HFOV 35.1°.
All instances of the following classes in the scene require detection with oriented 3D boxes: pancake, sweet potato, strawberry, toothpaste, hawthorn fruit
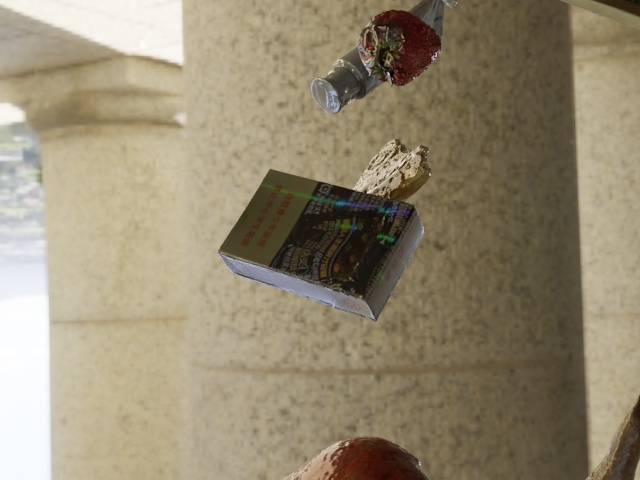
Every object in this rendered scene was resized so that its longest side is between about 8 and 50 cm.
[{"bbox_3d":[0.137,-0.124,1.909,0.057,0.244,0.266,40,129,-15],"label":"pancake"},{"bbox_3d":[0.398,0.334,1.392,0.067,0.273,0.067,18,-164,-5],"label":"sweet potato"},{"bbox_3d":[0.102,-0.245,1.290,0.106,0.106,0.106,-1,177,0],"label":"strawberry"},{"bbox_3d":[0.109,-0.311,1.685,0.073,0.114,0.299,32,-125,30],"label":"toothpaste"},{"bbox_3d":[0.023,0.458,1.498,0.369,0.284,0.285,-24,-176,-15],"label":"hawthorn fruit"}]

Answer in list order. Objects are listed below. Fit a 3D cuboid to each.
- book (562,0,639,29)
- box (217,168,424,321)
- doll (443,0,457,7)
[{"bbox_3d":[0.385,-0.384,1.314,0.217,0.021,0.310,27,-128,23],"label":"book"},{"bbox_3d":[0.000,0.000,1.762,0.310,0.198,0.084,17,154,30],"label":"box"},{"bbox_3d":[0.119,-0.448,1.498,0.217,0.183,0.085,16,172,-1],"label":"doll"}]
